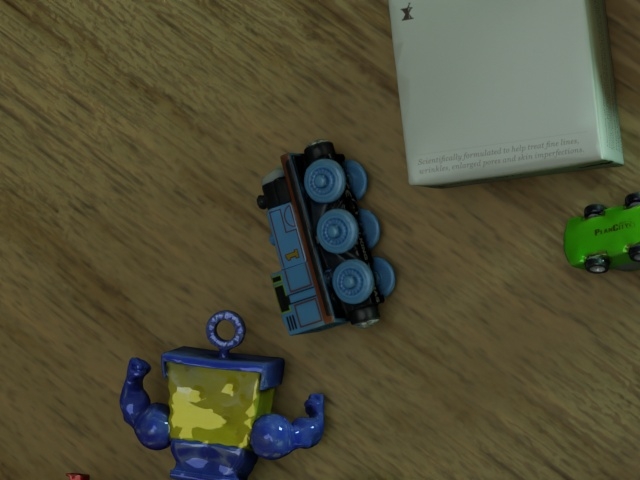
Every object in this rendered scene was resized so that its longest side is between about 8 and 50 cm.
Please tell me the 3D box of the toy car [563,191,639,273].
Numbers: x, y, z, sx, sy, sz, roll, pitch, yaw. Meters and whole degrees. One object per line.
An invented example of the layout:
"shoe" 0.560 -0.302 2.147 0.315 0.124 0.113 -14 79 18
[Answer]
"toy car" 0.324 -0.017 1.566 0.225 0.053 0.239 -15 61 31

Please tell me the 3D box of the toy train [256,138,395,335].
"toy train" 0.000 0.000 1.679 0.105 0.080 0.184 -18 84 23

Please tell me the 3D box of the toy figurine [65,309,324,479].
"toy figurine" -0.079 0.174 1.652 0.363 0.191 0.217 5 86 18

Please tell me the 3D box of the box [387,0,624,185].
"box" 0.168 -0.145 1.601 0.181 0.119 0.181 -7 87 19
